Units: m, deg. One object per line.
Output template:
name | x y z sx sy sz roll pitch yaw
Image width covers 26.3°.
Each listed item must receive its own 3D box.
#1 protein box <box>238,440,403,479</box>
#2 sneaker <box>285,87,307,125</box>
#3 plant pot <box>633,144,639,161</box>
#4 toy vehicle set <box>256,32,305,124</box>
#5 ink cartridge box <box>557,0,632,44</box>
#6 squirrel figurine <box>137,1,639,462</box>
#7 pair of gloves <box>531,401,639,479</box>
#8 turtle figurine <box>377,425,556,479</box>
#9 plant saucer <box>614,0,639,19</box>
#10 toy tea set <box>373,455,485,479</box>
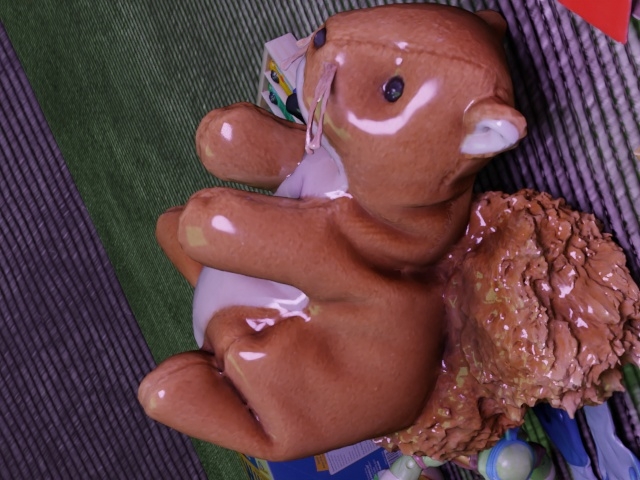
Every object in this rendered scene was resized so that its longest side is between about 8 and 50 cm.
protein box | 0.015 0.293 1.825 0.136 0.201 0.199 28 141 62
sneaker | 0.054 -0.024 1.356 0.330 0.147 0.130 67 162 -15
plant pot | 0.264 -0.042 0.856 0.083 0.081 0.081 56 165 -20
toy vehicle set | 0.011 -0.088 1.563 0.266 0.035 0.166 57 162 19
ink cartridge box | 0.104 -0.273 0.879 0.239 0.060 0.275 45 156 36
squirrel figurine | 0.080 -0.004 1.130 0.370 0.397 0.281 -58 12 27
pair of gloves | 0.256 0.191 1.296 0.159 0.023 0.198 66 166 -14
turtle figurine | 0.135 0.243 1.406 0.274 0.198 0.266 68 172 -23
plant saucer | 0.206 -0.214 0.850 0.168 0.029 0.168 53 159 31
toy tea set | 0.172 0.310 1.606 0.200 0.124 0.336 33 177 -32
